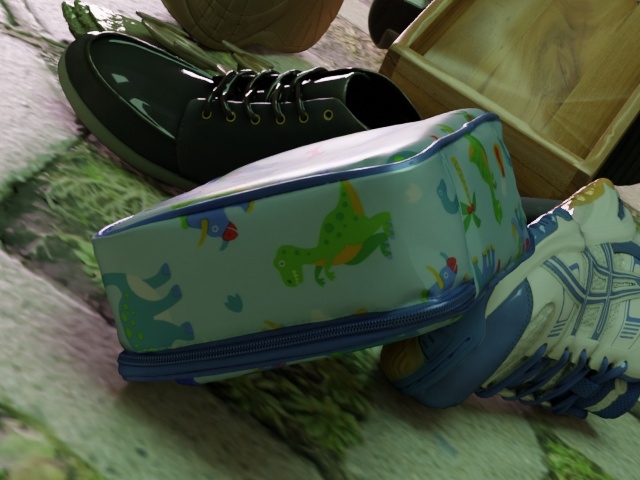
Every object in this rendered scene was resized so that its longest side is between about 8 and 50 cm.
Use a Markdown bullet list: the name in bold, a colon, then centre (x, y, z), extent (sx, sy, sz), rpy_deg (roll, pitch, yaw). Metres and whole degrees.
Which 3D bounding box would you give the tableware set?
- **tableware set**: centre (-0.042, -0.104, 1.019), extent (0.141, 0.020, 0.168), rpy_deg (21, 17, -50)

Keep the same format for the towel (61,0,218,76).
- **towel**: centre (-0.106, -0.109, 1.017), extent (0.110, 0.027, 0.148), rpy_deg (13, 26, -46)

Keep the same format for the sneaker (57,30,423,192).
- **sneaker**: centre (-0.040, -0.080, 0.882), extent (0.222, 0.118, 0.083), rpy_deg (32, 42, -4)

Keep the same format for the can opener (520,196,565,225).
- **can opener**: centre (0.113, -0.021, 1.040), extent (0.283, 0.095, 0.076), rpy_deg (3, 35, -44)

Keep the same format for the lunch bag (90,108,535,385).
- **lunch bag**: centre (0.000, 0.000, 0.721), extent (0.219, 0.176, 0.090), rpy_deg (-32, 110, -71)

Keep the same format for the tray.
- **tray**: centre (0.235, -0.205, 1.410), extent (0.203, 0.076, 0.411), rpy_deg (34, 51, 9)

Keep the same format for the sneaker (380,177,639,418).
- **sneaker**: centre (0.146, 0.053, 0.903), extent (0.131, 0.112, 0.296), rpy_deg (57, 34, 4)

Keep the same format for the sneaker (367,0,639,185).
- **sneaker**: centre (0.210, -0.179, 1.533), extent (0.330, 0.122, 0.146), rpy_deg (33, 21, -2)

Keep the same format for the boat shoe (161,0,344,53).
- **boat shoe**: centre (-0.073, -0.215, 1.224), extent (0.092, 0.103, 0.285), rpy_deg (35, 15, 20)
